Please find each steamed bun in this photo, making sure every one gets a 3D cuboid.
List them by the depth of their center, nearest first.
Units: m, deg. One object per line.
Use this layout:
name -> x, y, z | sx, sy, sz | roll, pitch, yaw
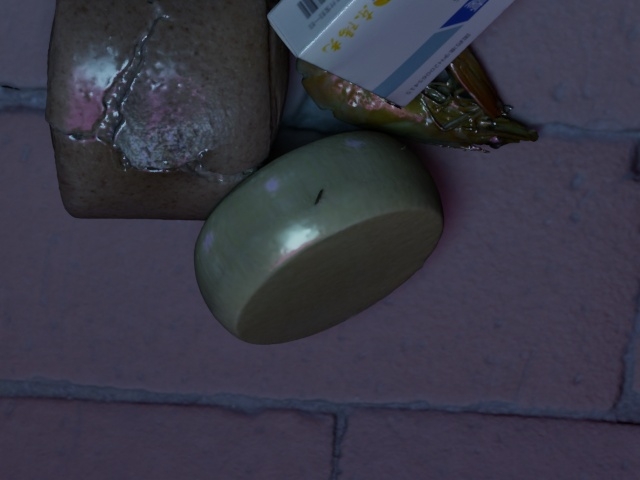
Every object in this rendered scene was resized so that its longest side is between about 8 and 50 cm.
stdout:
steamed bun -> -0.160, -0.142, 1.388 | 0.251, 0.199, 0.301 | 5, 125, 1

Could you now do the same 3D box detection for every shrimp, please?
shrimp -> 0.107, -0.160, 1.440 | 0.267, 0.061, 0.145 | 25, 114, -9

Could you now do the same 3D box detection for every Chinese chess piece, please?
Chinese chess piece -> 0.000, 0.000, 1.452 | 0.273, 0.102, 0.273 | -25, 157, -11

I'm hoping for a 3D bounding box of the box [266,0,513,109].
box -> 0.132, -0.274, 1.254 | 0.343, 0.065, 0.200 | -44, 152, 18
